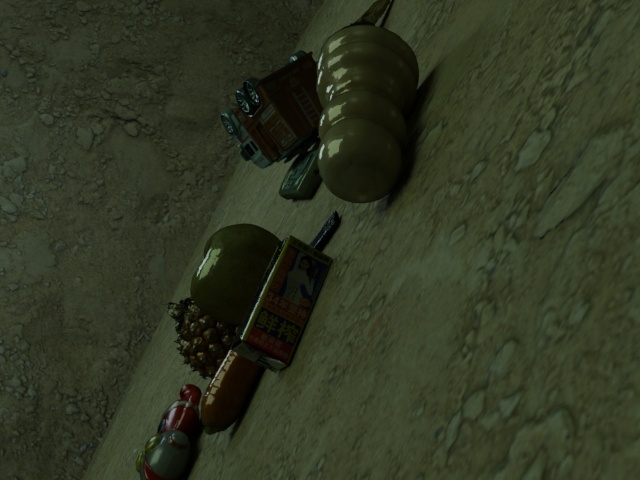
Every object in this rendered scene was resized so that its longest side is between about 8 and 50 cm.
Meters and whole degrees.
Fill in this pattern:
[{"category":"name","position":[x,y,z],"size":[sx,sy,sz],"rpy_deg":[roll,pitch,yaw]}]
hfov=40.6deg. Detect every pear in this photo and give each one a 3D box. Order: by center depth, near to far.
[{"category":"pear","position":[-0.131,0.056,1.394],"size":[0.167,0.137,0.167],"rpy_deg":[-61,11,21]}]

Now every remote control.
[{"category":"remote control","position":[0.000,0.000,1.251],"size":[0.096,0.014,0.039],"rpy_deg":[-54,13,29]},{"category":"remote control","position":[-0.032,-0.125,1.643],"size":[0.098,0.038,0.233],"rpy_deg":[-63,12,-4]}]

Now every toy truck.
[{"category":"toy truck","position":[-0.078,-0.238,1.683],"size":[0.136,0.162,0.305],"rpy_deg":[-33,3,-20]}]

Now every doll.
[{"category":"doll","position":[-0.241,0.328,1.390],"size":[0.142,0.076,0.245],"rpy_deg":[-58,7,22]}]

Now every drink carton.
[{"category":"drink carton","position":[-0.049,0.081,1.127],"size":[0.056,0.071,0.165],"rpy_deg":[-38,25,58]}]

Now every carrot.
[{"category":"carrot","position":[-0.092,0.147,1.208],"size":[0.271,0.062,0.066],"rpy_deg":[-60,-22,-12]}]

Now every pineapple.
[{"category":"pineapple","position":[-0.204,0.142,1.504],"size":[0.176,0.137,0.161],"rpy_deg":[-67,12,-22]}]

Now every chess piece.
[{"category":"chess piece","position":[0.051,-0.151,1.093],"size":[0.142,0.143,0.260],"rpy_deg":[-52,19,40]}]

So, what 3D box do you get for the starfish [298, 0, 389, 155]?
[{"category":"starfish","position":[0.034,-0.347,1.801],"size":[0.324,0.082,0.432],"rpy_deg":[-46,21,44]}]
